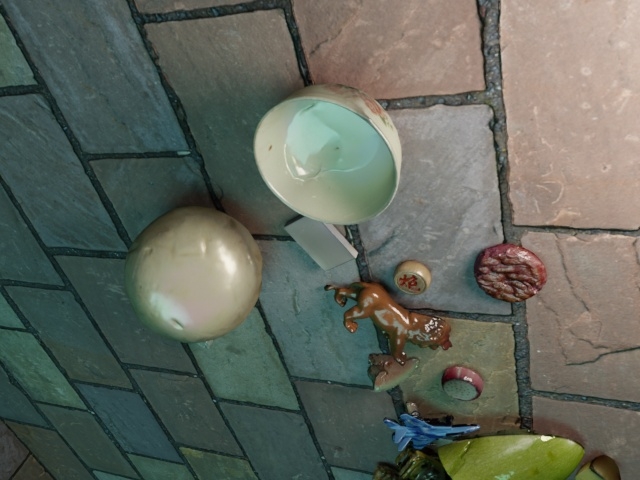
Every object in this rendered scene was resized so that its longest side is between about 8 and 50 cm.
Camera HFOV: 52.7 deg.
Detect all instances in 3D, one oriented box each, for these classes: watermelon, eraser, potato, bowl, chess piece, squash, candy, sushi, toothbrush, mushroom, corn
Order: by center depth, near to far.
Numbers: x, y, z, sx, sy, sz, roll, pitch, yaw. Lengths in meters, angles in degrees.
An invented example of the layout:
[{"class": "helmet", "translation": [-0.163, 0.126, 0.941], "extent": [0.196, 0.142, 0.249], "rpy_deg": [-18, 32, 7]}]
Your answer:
[{"class": "bowl", "translation": [0.028, -0.174, 1.191], "extent": [0.277, 0.145, 0.276], "rpy_deg": [13, 133, 15]}, {"class": "chess piece", "translation": [0.202, 0.082, 1.423], "extent": [0.084, 0.038, 0.083], "rpy_deg": [15, 134, 16]}, {"class": "eraser", "translation": [0.000, 0.000, 1.455], "extent": [0.104, 0.023, 0.150], "rpy_deg": [-26, 115, 40]}, {"class": "mushroom", "translation": [-0.319, 0.073, 1.492], "extent": [0.357, 0.315, 0.315], "rpy_deg": [7, 133, 21]}, {"class": "candy", "translation": [0.351, 0.356, 1.603], "extent": [0.103, 0.043, 0.103], "rpy_deg": [14, 135, 14]}, {"class": "potato", "translation": [0.699, 0.596, 1.642], "extent": [0.096, 0.066, 0.103], "rpy_deg": [45, 141, 2]}, {"class": "watermelon", "translation": [0.179, 0.339, 1.652], "extent": [0.155, 0.101, 0.080], "rpy_deg": [-6, 116, 19]}, {"class": "squash", "translation": [0.505, 0.561, 1.674], "extent": [0.309, 0.210, 0.234], "rpy_deg": [-40, 124, 9]}, {"class": "toothbrush", "translation": [0.275, 0.549, 1.834], "extent": [0.028, 0.026, 0.294], "rpy_deg": [-6, 128, 12]}, {"class": "sushi", "translation": [0.339, 0.698, 1.852], "extent": [0.291, 0.131, 0.139], "rpy_deg": [33, 110, -19]}, {"class": "corn", "translation": [0.286, 0.806, 2.023], "extent": [0.290, 0.098, 0.098], "rpy_deg": [41, 135, -7]}]

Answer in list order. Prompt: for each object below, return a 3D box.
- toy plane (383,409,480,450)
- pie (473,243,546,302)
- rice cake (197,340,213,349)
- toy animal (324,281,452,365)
[{"class": "toy plane", "translation": [0.300, 0.502, 1.731], "extent": [0.247, 0.078, 0.169], "rpy_deg": [-15, 127, 13]}, {"class": "pie", "translation": [0.387, 0.069, 1.322], "extent": [0.155, 0.036, 0.154], "rpy_deg": [14, 136, 14]}, {"class": "rice cake", "translation": [-0.413, 0.231, 1.858], "extent": [0.245, 0.045, 0.042], "rpy_deg": [35, 133, -7]}, {"class": "toy animal", "translation": [0.163, 0.175, 1.504], "extent": [0.312, 0.097, 0.157], "rpy_deg": [36, 124, -5]}]
